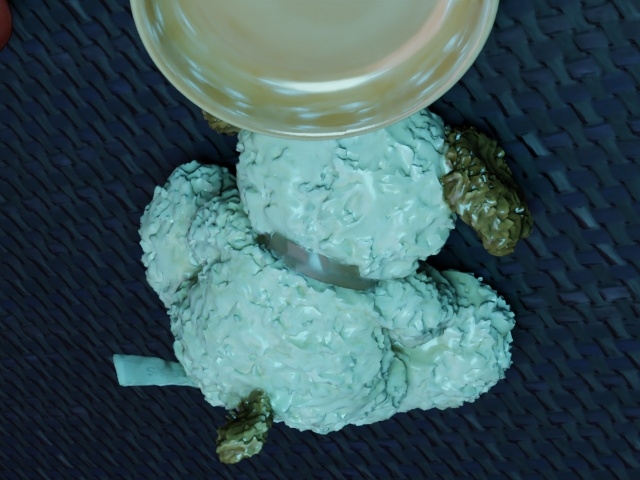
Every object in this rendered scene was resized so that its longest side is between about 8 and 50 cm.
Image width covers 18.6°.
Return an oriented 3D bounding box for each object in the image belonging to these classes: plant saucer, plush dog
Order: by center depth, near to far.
[{"bbox_3d":[-0.003,-0.144,1.058,0.200,0.037,0.200,-1,128,-1],"label":"plant saucer"},{"bbox_3d":[0.000,0.000,1.191,0.262,0.210,0.225,23,118,10],"label":"plush dog"}]

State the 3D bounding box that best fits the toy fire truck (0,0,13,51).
[{"bbox_3d":[-0.230,-0.179,1.179,0.246,0.158,0.217,21,145,33],"label":"toy fire truck"}]
